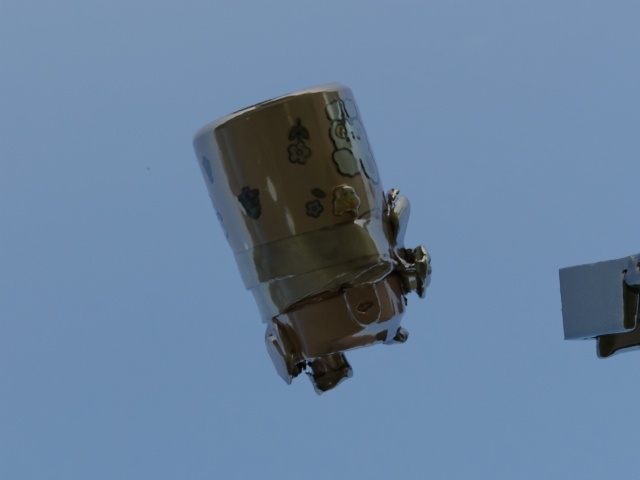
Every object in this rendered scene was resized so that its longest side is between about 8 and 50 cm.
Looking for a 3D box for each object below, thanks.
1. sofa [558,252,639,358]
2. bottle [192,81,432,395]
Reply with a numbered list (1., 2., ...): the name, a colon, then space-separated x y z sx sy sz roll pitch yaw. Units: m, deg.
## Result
1. sofa: 0.232 0.040 0.820 0.147 0.085 0.060 1 -100 -31
2. bottle: -0.001 0.000 0.685 0.099 0.099 0.152 -20 -92 -6
